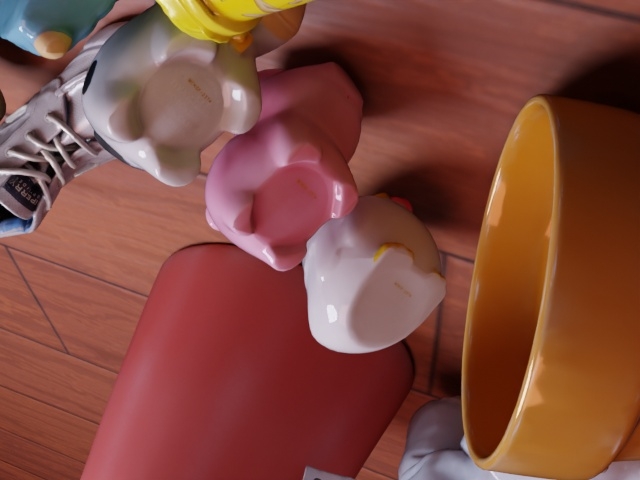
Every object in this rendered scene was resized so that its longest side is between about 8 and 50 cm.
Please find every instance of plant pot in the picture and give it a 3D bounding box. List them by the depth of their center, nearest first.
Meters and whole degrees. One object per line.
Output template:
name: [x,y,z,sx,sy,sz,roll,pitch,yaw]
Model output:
plant pot: [0.191,0.036,0.500,0.187,0.205,0.205,9,147,1]
plant pot: [-0.081,0.178,0.845,0.275,0.243,0.275,19,147,13]

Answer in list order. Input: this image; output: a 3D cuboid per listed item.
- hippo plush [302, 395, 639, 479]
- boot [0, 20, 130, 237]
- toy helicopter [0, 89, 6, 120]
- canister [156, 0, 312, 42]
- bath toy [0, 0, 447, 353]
hippo plush: [0.162,0.156,0.723,0.294,0.234,0.237,19,120,-15]
boot: [-0.190,-0.065,0.685,0.095,0.123,0.258,42,146,-22]
toy helicopter: [-0.282,-0.185,0.576,0.235,0.140,0.355,26,151,8]
canister: [0.015,-0.160,0.397,0.170,0.126,0.073,-5,136,38]
bath toy: [-0.036,-0.068,0.570,0.348,0.151,0.129,49,177,-36]
